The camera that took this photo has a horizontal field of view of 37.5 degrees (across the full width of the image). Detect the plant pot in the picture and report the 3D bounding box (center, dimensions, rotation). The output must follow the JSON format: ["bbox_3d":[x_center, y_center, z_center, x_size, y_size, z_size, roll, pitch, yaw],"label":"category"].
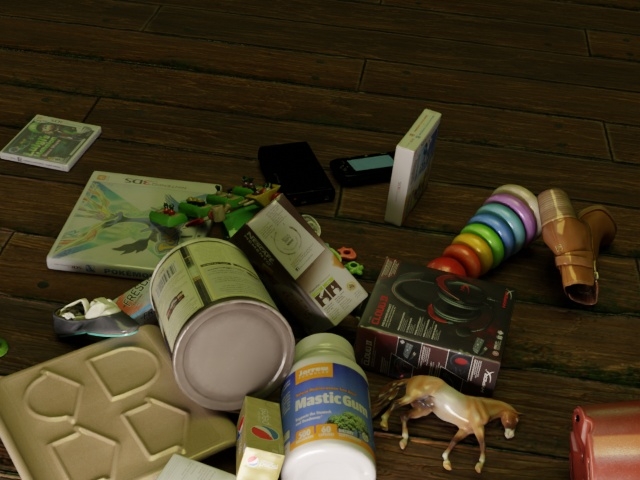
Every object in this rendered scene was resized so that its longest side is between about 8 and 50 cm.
[{"bbox_3d":[0.532,0.353,1.449,0.265,0.272,0.272,-1,37,6],"label":"plant pot"}]

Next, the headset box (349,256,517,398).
[{"bbox_3d":[0.202,0.158,1.766,0.293,0.110,0.218,14,39,12],"label":"headset box"}]

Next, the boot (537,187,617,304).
[{"bbox_3d":[0.558,0.028,1.966,0.109,0.283,0.220,-24,59,29],"label":"boot"}]

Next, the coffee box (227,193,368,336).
[{"bbox_3d":[-0.045,0.050,1.752,0.098,0.141,0.246,-42,93,-25],"label":"coffee box"}]

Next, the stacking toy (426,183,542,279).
[{"bbox_3d":[0.327,0.013,1.962,0.141,0.141,0.330,31,49,30],"label":"stacking toy"}]

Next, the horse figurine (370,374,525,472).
[{"bbox_3d":[0.207,0.300,1.621,0.263,0.066,0.174,20,46,16],"label":"horse figurine"}]

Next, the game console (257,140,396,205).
[{"bbox_3d":[0.044,-0.175,2.240,0.361,0.044,0.213,-8,40,-17],"label":"game console"}]

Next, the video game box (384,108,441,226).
[{"bbox_3d":[0.207,-0.164,2.109,0.048,0.205,0.187,21,41,18],"label":"video game box"}]

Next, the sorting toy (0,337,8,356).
[{"bbox_3d":[-0.614,0.172,1.716,0.061,0.042,0.102,-26,47,-33],"label":"sorting toy"}]

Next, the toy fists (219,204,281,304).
[{"bbox_3d":[-0.102,0.027,1.922,0.142,0.096,0.279,-16,43,-13],"label":"toy fists"}]

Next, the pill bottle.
[{"bbox_3d":[0.009,0.284,1.549,0.152,0.152,0.272,2,38,-4],"label":"pill bottle"}]

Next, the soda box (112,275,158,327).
[{"bbox_3d":[-0.331,0.121,1.797,0.058,0.063,0.183,29,44,27],"label":"soda box"}]

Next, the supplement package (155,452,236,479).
[{"bbox_3d":[-0.162,0.413,1.400,0.179,0.105,0.105,16,37,16],"label":"supplement package"}]

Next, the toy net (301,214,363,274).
[{"bbox_3d":[0.000,0.000,2.004,0.122,0.045,0.232,-12,41,-21],"label":"toy net"}]

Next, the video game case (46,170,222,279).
[{"bbox_3d":[-0.387,-0.035,2.015,0.300,0.036,0.329,6,38,3],"label":"video game case"}]

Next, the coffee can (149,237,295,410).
[{"bbox_3d":[-0.177,0.136,1.628,0.201,0.202,0.275,-7,24,-15],"label":"coffee can"}]

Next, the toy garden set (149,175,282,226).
[{"bbox_3d":[-0.211,-0.084,1.961,0.244,0.049,0.204,-19,18,-28],"label":"toy garden set"}]

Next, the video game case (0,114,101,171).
[{"bbox_3d":[-0.645,-0.237,2.262,0.173,0.022,0.190,11,38,9],"label":"video game case"}]

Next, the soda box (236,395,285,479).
[{"bbox_3d":[-0.095,0.309,1.463,0.061,0.058,0.181,15,14,-9],"label":"soda box"}]

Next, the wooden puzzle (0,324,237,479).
[{"bbox_3d":[-0.349,0.300,1.558,0.348,0.080,0.322,-16,42,-32],"label":"wooden puzzle"}]

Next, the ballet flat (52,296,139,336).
[{"bbox_3d":[-0.411,0.138,1.695,0.203,0.074,0.074,-5,28,36],"label":"ballet flat"}]
